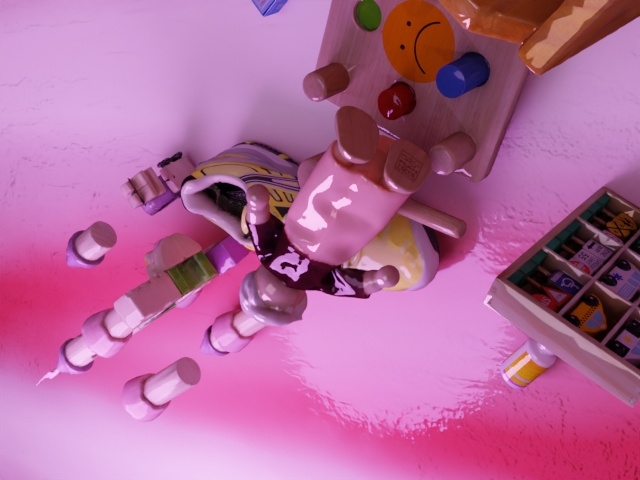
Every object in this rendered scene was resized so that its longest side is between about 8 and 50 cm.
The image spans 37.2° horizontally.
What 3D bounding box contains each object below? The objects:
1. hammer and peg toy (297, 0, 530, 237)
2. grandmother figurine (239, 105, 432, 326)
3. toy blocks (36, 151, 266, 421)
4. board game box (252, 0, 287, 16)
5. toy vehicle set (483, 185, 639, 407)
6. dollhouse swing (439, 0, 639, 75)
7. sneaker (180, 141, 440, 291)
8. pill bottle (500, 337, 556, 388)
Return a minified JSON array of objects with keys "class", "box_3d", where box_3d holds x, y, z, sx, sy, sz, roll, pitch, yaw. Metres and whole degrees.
[{"class":"hammer and peg toy","box_3d":[0.112,-0.181,1.103,0.266,0.127,0.361,32,129,23]},{"class":"grandmother figurine","box_3d":[0.000,0.000,1.135,0.207,0.104,0.342,39,135,-2]},{"class":"toy blocks","box_3d":[-0.272,0.090,1.431,0.260,0.288,0.309,-33,91,38]},{"class":"board game box","box_3d":[-0.053,-0.411,1.188,0.160,0.039,0.211,54,133,6]},{"class":"toy vehicle set","box_3d":[0.298,0.044,0.960,0.166,0.267,0.035,35,130,20]},{"class":"dollhouse swing","box_3d":[0.212,-0.391,0.759,0.347,0.315,0.305,51,145,10]},{"class":"sneaker","box_3d":[-0.022,-0.013,1.277,0.384,0.147,0.145,21,120,29]},{"class":"pill bottle","box_3d":[0.264,0.148,1.188,0.043,0.043,0.083,48,133,11]}]
